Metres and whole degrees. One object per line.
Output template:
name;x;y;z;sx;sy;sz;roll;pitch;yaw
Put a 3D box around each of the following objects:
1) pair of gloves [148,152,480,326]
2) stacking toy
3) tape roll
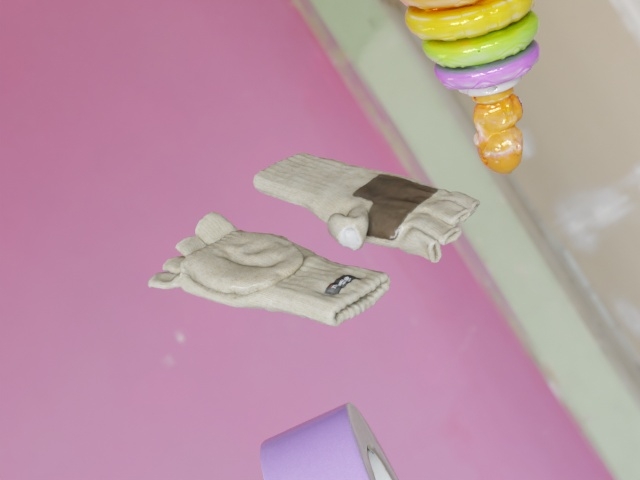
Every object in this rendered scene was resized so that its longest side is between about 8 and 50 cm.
pair of gloves;0.000;0.000;1.371;0.204;0.042;0.240;14;33;31
stacking toy;0.153;-0.202;1.620;0.166;0.302;0.175;-26;24;-22
tape roll;0.044;0.286;1.495;0.090;0.275;0.275;-26;1;4
